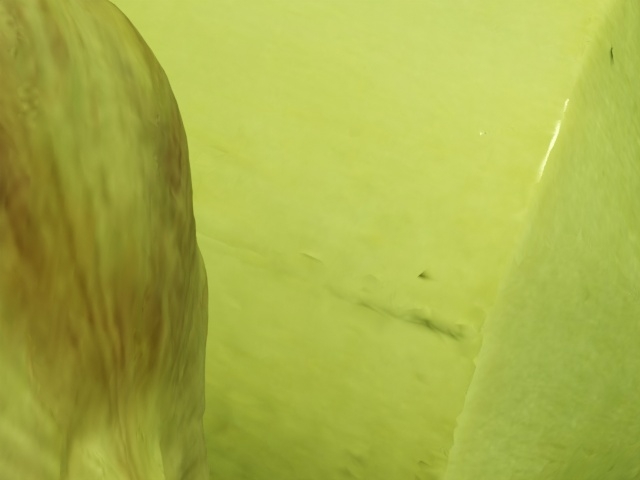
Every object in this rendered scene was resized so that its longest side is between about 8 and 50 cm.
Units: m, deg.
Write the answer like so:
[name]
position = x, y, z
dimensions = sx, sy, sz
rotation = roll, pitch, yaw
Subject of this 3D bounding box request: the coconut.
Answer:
[coconut]
position = 0.000, 0.000, 0.612
dimensions = 0.323, 0.323, 0.323
rotation = -64, 177, -5

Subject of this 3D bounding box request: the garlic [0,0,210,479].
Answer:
[garlic]
position = -0.072, 0.058, 0.348
dimensions = 0.245, 0.253, 0.245
rotation = -48, 150, -39
